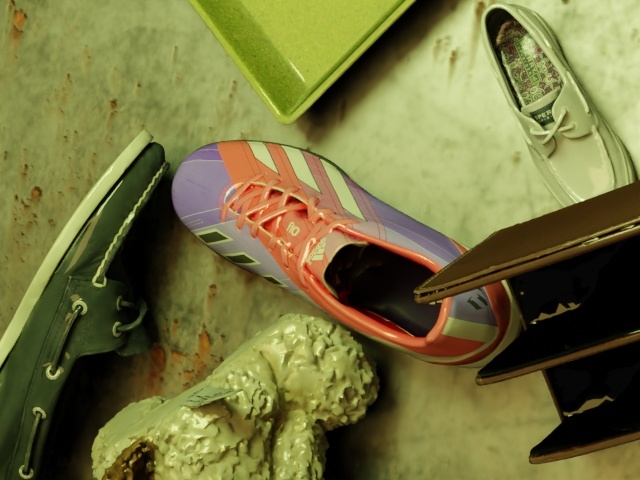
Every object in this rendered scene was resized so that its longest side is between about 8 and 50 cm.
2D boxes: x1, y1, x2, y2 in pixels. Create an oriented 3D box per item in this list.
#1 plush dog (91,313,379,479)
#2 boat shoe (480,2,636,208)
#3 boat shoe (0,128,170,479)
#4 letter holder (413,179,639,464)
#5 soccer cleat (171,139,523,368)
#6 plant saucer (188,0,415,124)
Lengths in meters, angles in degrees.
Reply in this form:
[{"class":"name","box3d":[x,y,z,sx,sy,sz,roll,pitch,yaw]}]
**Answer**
[{"class":"plush dog","box3d":[-0.054,0.215,1.144,0.262,0.210,0.225,-31,98,24]},{"class":"boat shoe","box3d":[0.167,-0.093,1.106,0.066,0.063,0.184,-26,74,24]},{"class":"boat shoe","box3d":[-0.196,0.075,1.263,0.113,0.127,0.340,32,93,-3]},{"class":"letter holder","box3d":[0.238,0.034,0.953,0.301,0.214,0.152,-21,91,25]},{"class":"soccer cleat","box3d":[0.000,0.000,1.157,0.318,0.116,0.109,28,98,27]},{"class":"plant saucer","box3d":[-0.005,-0.215,1.221,0.188,0.045,0.188,-44,67,18]}]
